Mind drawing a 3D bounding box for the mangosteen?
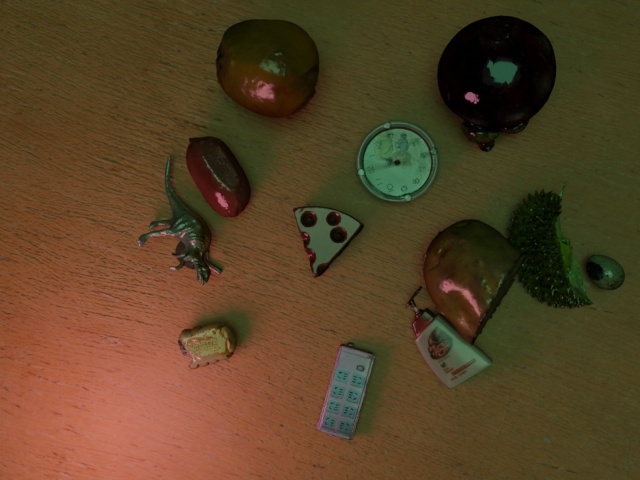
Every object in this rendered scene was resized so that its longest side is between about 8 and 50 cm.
[{"bbox_3d":[0.470,-0.422,1.595,0.306,0.359,0.306,-6,55,8],"label":"mangosteen"}]

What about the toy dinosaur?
[{"bbox_3d":[-0.423,-0.052,1.729,0.205,0.092,0.393,-5,72,2],"label":"toy dinosaur"}]

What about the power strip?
[{"bbox_3d":[0.074,0.437,1.707,0.109,0.037,0.279,15,90,5],"label":"power strip"}]

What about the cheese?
[{"bbox_3d":[-0.005,-0.027,1.682,0.177,0.128,0.203,43,97,6],"label":"cheese"}]

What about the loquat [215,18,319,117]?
[{"bbox_3d":[-0.145,-0.467,1.620,0.283,0.276,0.276,7,90,-11],"label":"loquat"}]

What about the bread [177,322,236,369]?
[{"bbox_3d":[-0.330,0.304,1.717,0.177,0.084,0.119,-13,90,4],"label":"bread"}]

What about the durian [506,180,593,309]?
[{"bbox_3d":[0.629,0.032,1.637,0.169,0.157,0.356,-19,97,-34],"label":"durian"}]

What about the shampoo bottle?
[{"bbox_3d":[0.335,0.268,1.667,0.153,0.071,0.284,-39,86,17],"label":"shampoo bottle"}]

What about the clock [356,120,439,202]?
[{"bbox_3d":[0.221,-0.224,1.697,0.236,0.053,0.236,0,92,4],"label":"clock"}]

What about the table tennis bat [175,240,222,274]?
[{"bbox_3d":[-0.361,0.053,1.761,0.156,0.013,0.087,32,89,6],"label":"table tennis bat"}]

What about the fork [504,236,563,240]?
[{"bbox_3d":[0.578,0.005,1.677,0.219,0.028,0.034,-3,85,5],"label":"fork"}]

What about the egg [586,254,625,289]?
[{"bbox_3d":[0.785,0.087,1.631,0.085,0.085,0.110,-43,86,3],"label":"egg"}]

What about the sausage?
[{"bbox_3d":[-0.293,-0.191,1.696,0.148,0.148,0.254,-37,88,3],"label":"sausage"}]

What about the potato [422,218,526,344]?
[{"bbox_3d":[0.386,0.090,1.600,0.237,0.301,0.289,31,63,21],"label":"potato"}]
